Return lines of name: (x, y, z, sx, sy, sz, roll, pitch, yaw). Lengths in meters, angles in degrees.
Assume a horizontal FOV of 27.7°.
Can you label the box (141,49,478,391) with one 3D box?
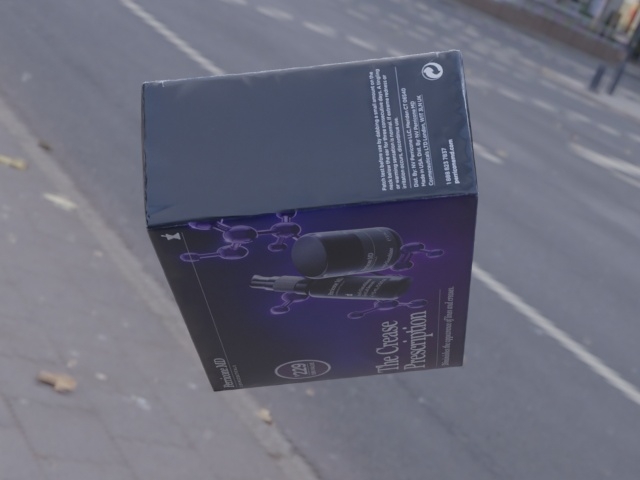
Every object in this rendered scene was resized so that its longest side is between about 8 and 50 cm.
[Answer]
box: (0.000, 0.000, 0.822, 0.184, 0.103, 0.261, -4, -26, 3)
